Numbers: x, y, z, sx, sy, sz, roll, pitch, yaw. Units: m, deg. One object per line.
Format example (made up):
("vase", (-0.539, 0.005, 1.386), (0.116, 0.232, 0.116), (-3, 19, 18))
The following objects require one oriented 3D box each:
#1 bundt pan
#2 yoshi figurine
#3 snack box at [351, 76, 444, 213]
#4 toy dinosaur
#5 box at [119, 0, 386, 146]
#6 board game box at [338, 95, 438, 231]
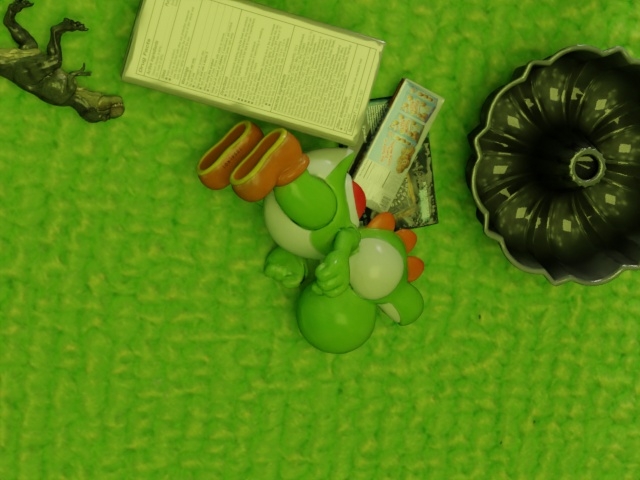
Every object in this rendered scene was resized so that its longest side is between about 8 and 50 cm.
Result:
("bundt pan", (0.344, -0.107, 1.882), (0.330, 0.124, 0.331), (-2, 100, -12))
("yoshi figurine", (-0.014, 0.022, 1.783), (0.203, 0.204, 0.362), (-25, 125, 31))
("snack box", (0.099, -0.127, 1.848), (0.064, 0.022, 0.178), (26, 93, -14))
("toy dinosaur", (-0.365, -0.238, 1.737), (0.268, 0.064, 0.118), (21, 102, -12))
("box", (-0.089, -0.232, 1.750), (0.311, 0.121, 0.148), (17, 96, -9))
("board game box", (0.092, -0.104, 1.877), (0.126, 0.026, 0.186), (-9, 102, -11))
